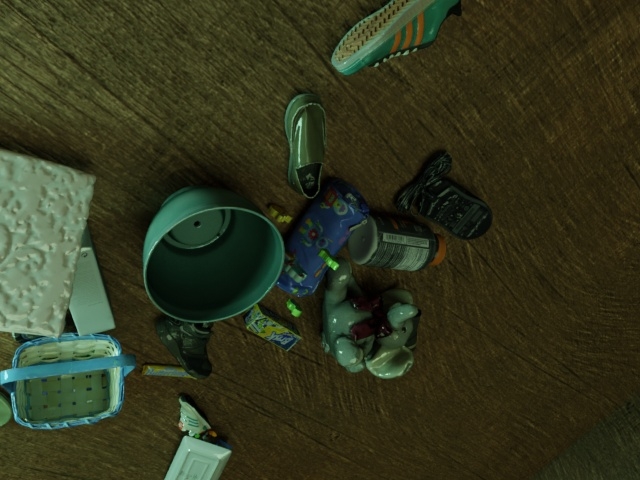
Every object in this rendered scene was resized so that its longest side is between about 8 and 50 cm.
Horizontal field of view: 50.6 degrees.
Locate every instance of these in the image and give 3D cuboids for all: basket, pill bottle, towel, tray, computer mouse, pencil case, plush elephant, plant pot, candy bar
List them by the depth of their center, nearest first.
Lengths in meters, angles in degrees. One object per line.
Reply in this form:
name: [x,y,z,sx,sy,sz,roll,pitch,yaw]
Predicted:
towel: [-0.601,-0.006,1.237,0.317,0.053,0.331,14,85,-26]
basket: [-0.541,0.296,1.441,0.255,0.201,0.289,-1,164,-25]
plant pot: [-0.247,0.002,1.445,0.293,0.196,0.293,-14,130,-17]
pencil case: [0.000,0.000,1.614,0.306,0.133,0.119,-55,156,20]
pill bottle: [0.201,0.010,1.722,0.246,0.130,0.130,8,121,-31]
computer mouse: [0.334,-0.102,1.750,0.272,0.072,0.188,33,109,-27]
candy bar: [-0.389,0.341,1.758,0.161,0.018,0.040,12,119,-34]
plush elephant: [0.141,0.216,1.771,0.255,0.271,0.330,-4,156,-8]
tray: [-0.365,0.676,1.964,0.145,0.030,0.270,22,123,-8]

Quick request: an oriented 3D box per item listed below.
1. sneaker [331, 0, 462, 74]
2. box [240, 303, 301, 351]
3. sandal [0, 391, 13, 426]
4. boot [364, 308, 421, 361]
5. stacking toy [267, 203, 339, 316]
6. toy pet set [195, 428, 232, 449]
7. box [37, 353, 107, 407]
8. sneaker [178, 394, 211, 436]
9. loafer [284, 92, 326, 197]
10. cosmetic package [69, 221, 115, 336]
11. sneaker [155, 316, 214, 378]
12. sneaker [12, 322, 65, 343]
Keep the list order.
sneaker: [0.167,-0.421,1.385,0.302,0.108,0.121,-37,128,2]
box: [-0.127,0.227,1.776,0.059,0.054,0.169,-44,131,9]
sandal: [-0.836,0.365,1.505,0.120,0.086,0.303,-44,132,10]
boot: [0.204,0.273,1.975,0.198,0.077,0.137,-14,127,-34]
stacking toy: [-0.080,0.047,1.562,0.167,0.221,0.052,-55,155,20]
toy pet set: [-0.318,0.592,1.977,0.114,0.065,0.122,29,109,-2]
box: [-0.601,0.349,1.647,0.136,0.036,0.225,-20,132,-12]
sneaker: [-0.362,0.489,1.859,0.075,0.057,0.161,-32,136,-9]
loafer: [-0.021,-0.200,1.475,0.094,0.087,0.251,-14,130,-16]
cosmetic package: [-0.504,0.080,1.432,0.085,0.117,0.231,-13,128,-16]
sneaker: [-0.302,0.257,1.689,0.130,0.087,0.227,-25,127,1]
sneaker: [-0.625,0.118,1.410,0.111,0.129,0.297,-25,151,-10]
